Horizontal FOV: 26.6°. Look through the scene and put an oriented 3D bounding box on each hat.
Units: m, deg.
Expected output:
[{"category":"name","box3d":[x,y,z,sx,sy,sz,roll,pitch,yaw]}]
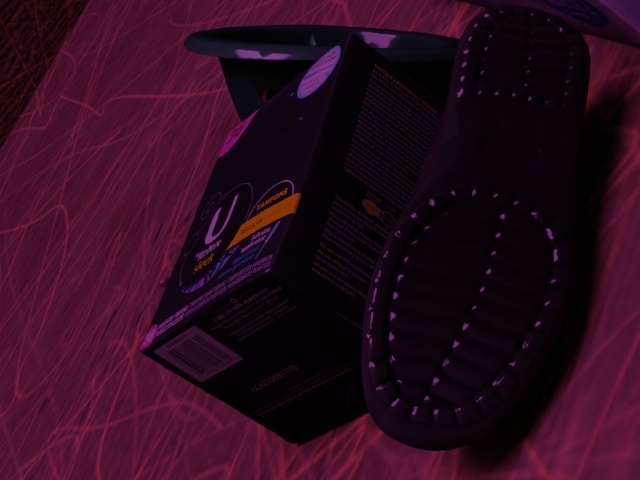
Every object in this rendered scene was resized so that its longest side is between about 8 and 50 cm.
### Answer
[{"category":"hat","box3d":[-0.001,-0.035,0.834,0.208,0.173,0.184,-134,45,-72]}]

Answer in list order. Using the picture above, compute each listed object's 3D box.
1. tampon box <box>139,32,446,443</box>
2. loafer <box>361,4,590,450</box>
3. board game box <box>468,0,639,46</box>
[{"category":"tampon box","box3d":[0.000,0.000,0.700,0.120,0.101,0.161,-33,30,45]},{"category":"loafer","box3d":[0.074,-0.001,0.605,0.078,0.080,0.220,95,-165,-61]},{"category":"board game box","box3d":[0.186,-0.269,0.750,0.319,0.066,0.318,-54,21,4]}]
